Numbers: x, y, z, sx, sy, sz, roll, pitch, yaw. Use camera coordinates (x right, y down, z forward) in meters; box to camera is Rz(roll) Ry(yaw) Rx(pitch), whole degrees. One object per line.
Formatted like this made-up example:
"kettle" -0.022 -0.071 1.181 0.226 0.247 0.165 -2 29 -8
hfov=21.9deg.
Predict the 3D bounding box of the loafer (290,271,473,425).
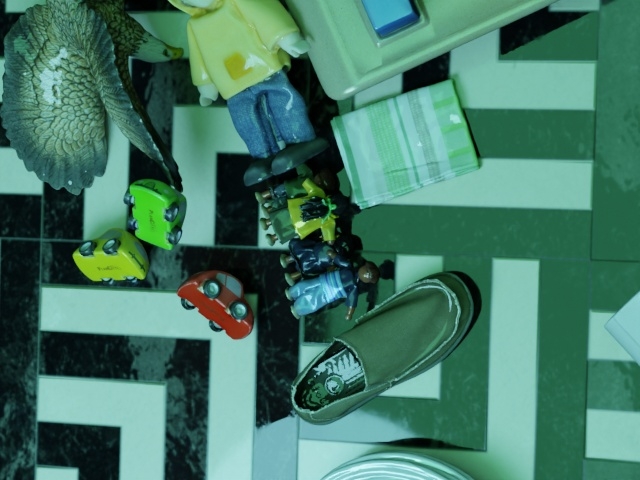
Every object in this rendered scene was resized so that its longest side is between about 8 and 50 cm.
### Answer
"loafer" 0.066 0.130 1.864 0.251 0.087 0.094 -40 81 12

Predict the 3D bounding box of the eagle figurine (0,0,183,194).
"eagle figurine" -0.253 -0.205 1.900 0.225 0.226 0.298 7 87 -5

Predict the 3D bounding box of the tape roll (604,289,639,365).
"tape roll" 0.434 0.067 1.683 0.246 0.246 0.169 -43 80 12

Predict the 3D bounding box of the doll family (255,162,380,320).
"doll family" 0.000 0.000 1.892 0.111 0.076 0.193 -21 90 10

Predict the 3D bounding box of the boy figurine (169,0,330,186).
"boy figurine" -0.087 -0.213 1.860 0.177 0.092 0.285 -15 104 42

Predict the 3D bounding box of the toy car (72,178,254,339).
"toy car" -0.177 0.000 1.890 0.239 0.225 0.053 21 55 15

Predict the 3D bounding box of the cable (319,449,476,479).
"cable" 0.094 0.362 1.861 0.257 0.089 0.257 -30 82 14

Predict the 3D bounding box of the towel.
"towel" 0.096 -0.111 1.887 0.152 0.023 0.113 -18 87 15

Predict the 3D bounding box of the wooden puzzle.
"wooden puzzle" 0.095 -0.363 1.779 0.348 0.080 0.322 -25 85 15
